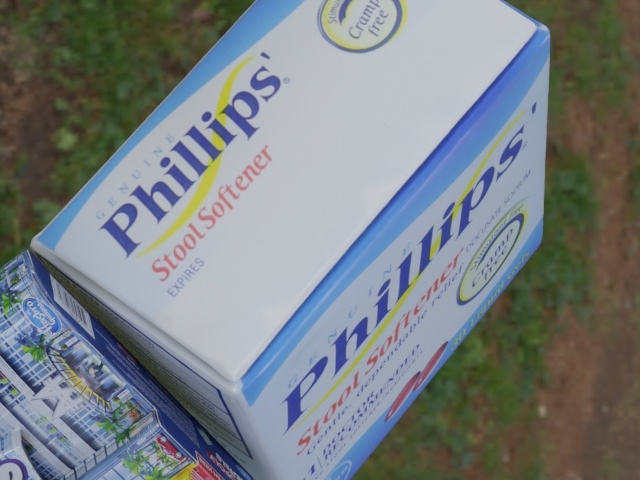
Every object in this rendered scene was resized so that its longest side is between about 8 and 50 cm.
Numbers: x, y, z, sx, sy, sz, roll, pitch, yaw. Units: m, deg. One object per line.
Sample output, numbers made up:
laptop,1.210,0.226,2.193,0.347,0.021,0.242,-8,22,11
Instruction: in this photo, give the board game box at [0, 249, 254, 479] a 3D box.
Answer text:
board game box,-0.159,0.135,0.837,0.194,0.194,0.060,49,7,-30

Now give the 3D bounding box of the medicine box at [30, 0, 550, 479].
medicine box,0.000,0.000,0.982,0.263,0.149,0.289,-49,160,-15
